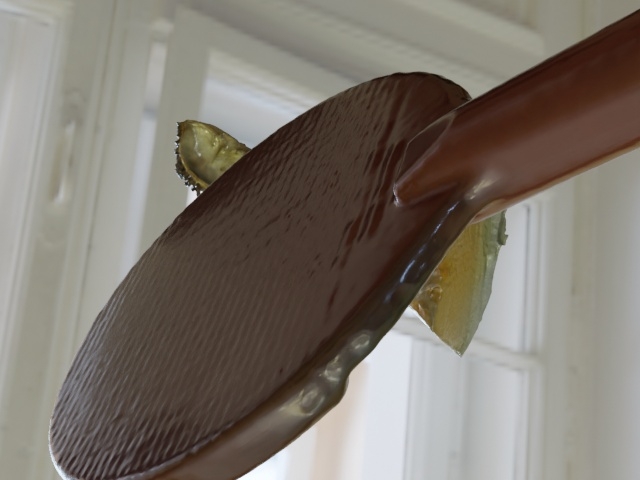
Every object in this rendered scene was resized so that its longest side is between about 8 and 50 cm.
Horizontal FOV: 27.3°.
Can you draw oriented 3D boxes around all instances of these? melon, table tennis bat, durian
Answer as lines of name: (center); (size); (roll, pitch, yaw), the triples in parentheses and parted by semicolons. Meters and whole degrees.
melon: (0.077, -0.005, 1.079); (0.139, 0.203, 0.093); (9, -170, 20)
table tennis bat: (0.000, 0.000, 0.488); (0.310, 0.200, 0.038); (-27, 121, 39)
durian: (-0.106, -0.073, 1.351); (0.130, 0.066, 0.052); (35, -159, 14)
